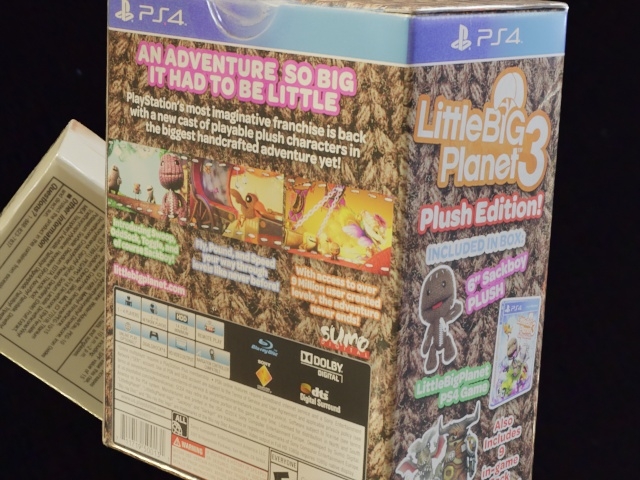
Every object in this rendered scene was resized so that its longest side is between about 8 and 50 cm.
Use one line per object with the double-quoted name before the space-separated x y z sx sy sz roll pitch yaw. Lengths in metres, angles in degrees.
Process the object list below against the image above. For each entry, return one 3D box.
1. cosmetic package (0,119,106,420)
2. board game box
"cosmetic package" -0.113 0.061 1.067 0.296 0.129 0.153 38 -79 -13
"board game box" 0.000 0.000 0.828 0.141 0.232 0.291 -11 -71 -47
